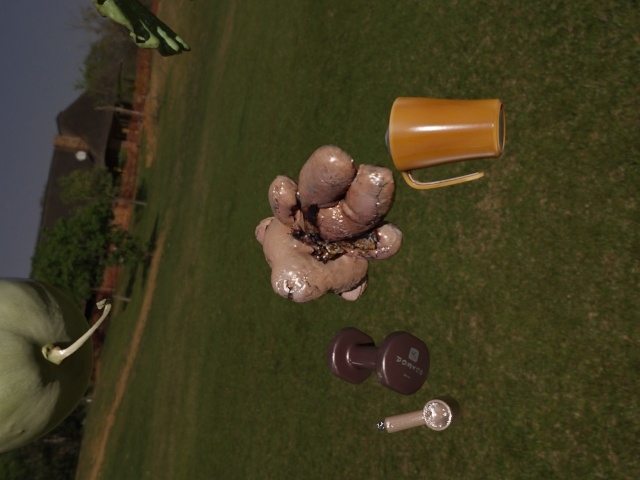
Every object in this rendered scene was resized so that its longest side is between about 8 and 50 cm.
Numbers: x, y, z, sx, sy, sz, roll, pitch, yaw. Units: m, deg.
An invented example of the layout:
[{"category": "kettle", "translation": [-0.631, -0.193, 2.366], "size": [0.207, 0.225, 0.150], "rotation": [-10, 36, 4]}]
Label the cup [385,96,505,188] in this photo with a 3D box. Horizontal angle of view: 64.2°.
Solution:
[{"category": "cup", "translation": [0.294, -0.235, 1.214], "size": [0.182, 0.264, 0.226], "rotation": [-43, -51, -54]}]

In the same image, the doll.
[{"category": "doll", "translation": [0.000, 0.000, 0.687], "size": [0.156, 0.201, 0.303], "rotation": [-62, -2, -25]}]

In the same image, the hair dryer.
[{"category": "hair dryer", "translation": [0.209, 0.385, 1.111], "size": [0.181, 0.117, 0.064], "rotation": [-20, 71, 20]}]

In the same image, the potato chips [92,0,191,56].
[{"category": "potato chips", "translation": [-0.370, -0.490, 0.862], "size": [0.389, 0.097, 0.373], "rotation": [61, 176, -34]}]

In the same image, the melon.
[{"category": "melon", "translation": [-0.474, 0.177, 0.734], "size": [0.308, 0.272, 0.272], "rotation": [-10, 71, 45]}]

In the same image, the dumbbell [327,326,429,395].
[{"category": "dumbbell", "translation": [0.126, 0.269, 1.158], "size": [0.225, 0.140, 0.124], "rotation": [-8, 55, 55]}]
